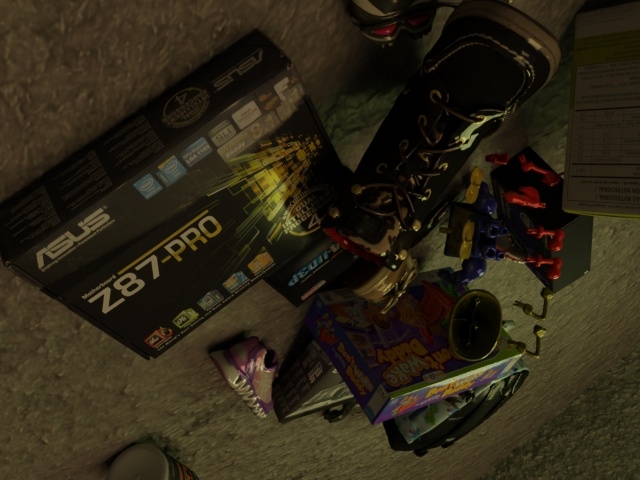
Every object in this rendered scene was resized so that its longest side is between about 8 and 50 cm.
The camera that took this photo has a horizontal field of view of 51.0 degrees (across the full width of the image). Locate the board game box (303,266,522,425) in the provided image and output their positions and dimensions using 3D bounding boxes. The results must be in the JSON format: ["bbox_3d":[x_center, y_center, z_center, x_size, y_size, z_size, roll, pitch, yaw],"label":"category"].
[{"bbox_3d":[0.175,0.178,1.235,0.347,0.233,0.078,-8,138,-37],"label":"board game box"}]

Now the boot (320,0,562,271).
[{"bbox_3d":[0.126,-0.108,0.822,0.284,0.138,0.377,-58,-173,-5],"label":"boot"}]

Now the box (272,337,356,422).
[{"bbox_3d":[0.058,0.257,1.397,0.242,0.076,0.307,-7,148,-36],"label":"box"}]

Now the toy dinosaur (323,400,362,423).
[{"bbox_3d":[0.118,0.367,1.632,0.118,0.064,0.268,4,131,-49],"label":"toy dinosaur"}]

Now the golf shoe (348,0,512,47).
[{"bbox_3d":[0.160,-0.336,0.817,0.273,0.105,0.120,-27,137,-15],"label":"golf shoe"}]

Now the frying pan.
[{"bbox_3d":[0.107,0.050,1.266,0.197,0.053,0.326,-12,137,-33],"label":"frying pan"}]

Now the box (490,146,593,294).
[{"bbox_3d":[0.445,-0.032,1.345,0.103,0.184,0.261,-36,145,-2],"label":"box"}]

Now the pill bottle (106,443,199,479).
[{"bbox_3d":[-0.322,0.509,1.364,0.130,0.130,0.245,-32,146,-7],"label":"pill bottle"}]

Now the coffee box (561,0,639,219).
[{"bbox_3d":[0.635,-0.195,1.074,0.338,0.338,0.334,-2,96,-38],"label":"coffee box"}]

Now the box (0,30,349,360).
[{"bbox_3d":[-0.161,-0.038,0.889,0.395,0.097,0.318,-36,144,-4],"label":"box"}]

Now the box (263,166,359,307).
[{"bbox_3d":[0.000,0.000,1.113,0.220,0.051,0.175,-38,146,2],"label":"box"}]

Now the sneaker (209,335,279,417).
[{"bbox_3d":[-0.120,0.256,1.282,0.104,0.095,0.236,-38,145,-12],"label":"sneaker"}]

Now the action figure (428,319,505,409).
[{"bbox_3d":[0.296,0.272,1.540,0.285,0.185,0.099,-60,175,16],"label":"action figure"}]

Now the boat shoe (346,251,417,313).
[{"bbox_3d":[0.115,0.051,1.068,0.105,0.089,0.285,-38,180,17],"label":"boat shoe"}]

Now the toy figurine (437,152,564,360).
[{"bbox_3d":[0.307,0.019,1.243,0.191,0.217,0.362,4,98,-10],"label":"toy figurine"}]

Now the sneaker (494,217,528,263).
[{"bbox_3d":[0.362,-0.010,1.353,0.158,0.061,0.065,29,102,-8],"label":"sneaker"}]

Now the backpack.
[{"bbox_3d":[0.354,0.369,1.712,0.290,0.273,0.355,1,153,-39],"label":"backpack"}]

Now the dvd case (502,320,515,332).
[{"bbox_3d":[0.488,0.272,1.892,0.087,0.013,0.119,6,126,-45],"label":"dvd case"}]
